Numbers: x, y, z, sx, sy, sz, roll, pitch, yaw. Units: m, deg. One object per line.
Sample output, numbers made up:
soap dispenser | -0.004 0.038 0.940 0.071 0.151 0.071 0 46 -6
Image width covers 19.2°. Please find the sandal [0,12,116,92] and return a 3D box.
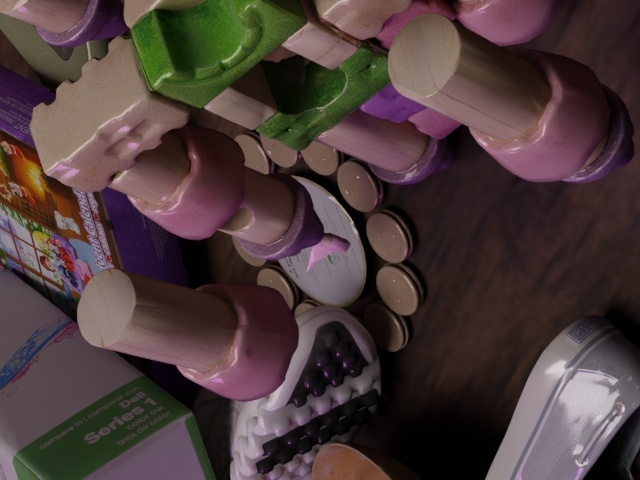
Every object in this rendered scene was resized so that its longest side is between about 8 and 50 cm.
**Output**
sandal | -0.262 -0.218 1.374 0.303 0.086 0.120 48 142 15

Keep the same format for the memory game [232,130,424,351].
memory game | 0.000 0.000 1.284 0.186 0.012 0.186 29 135 34

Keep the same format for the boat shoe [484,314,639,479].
boat shoe | 0.154 0.150 1.152 0.081 0.079 0.228 40 137 30

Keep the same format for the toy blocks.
toy blocks | 0.010 -0.100 1.065 0.288 0.260 0.309 -37 58 26

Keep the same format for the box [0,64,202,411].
box | -0.183 0.018 1.434 0.201 0.057 0.293 27 143 37

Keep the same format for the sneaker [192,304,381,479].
sneaker | -0.040 0.125 1.341 0.118 0.110 0.292 57 150 24

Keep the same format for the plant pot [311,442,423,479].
plant pot | 0.067 0.237 1.251 0.236 0.032 0.236 51 154 37

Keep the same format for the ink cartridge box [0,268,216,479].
ink cartridge box | -0.185 0.170 1.391 0.278 0.117 0.201 31 146 47
